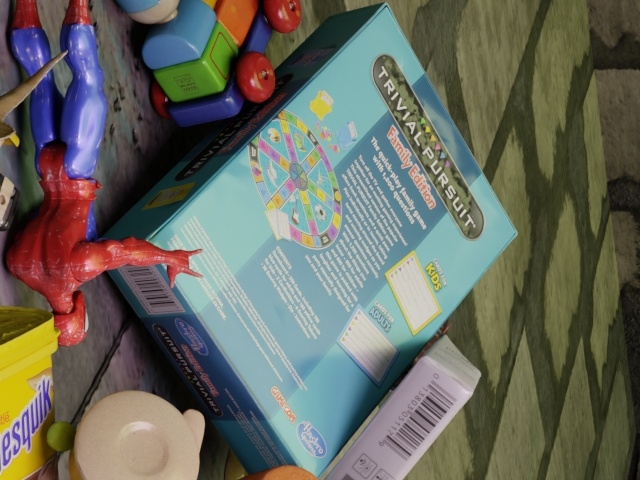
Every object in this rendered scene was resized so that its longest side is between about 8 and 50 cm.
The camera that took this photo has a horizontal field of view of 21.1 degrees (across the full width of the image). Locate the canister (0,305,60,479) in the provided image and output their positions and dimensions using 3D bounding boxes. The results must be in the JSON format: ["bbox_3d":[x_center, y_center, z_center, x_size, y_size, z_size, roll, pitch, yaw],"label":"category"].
[{"bbox_3d":[-0.219,0.140,1.119,0.126,0.073,0.170,-32,123,-67],"label":"canister"}]

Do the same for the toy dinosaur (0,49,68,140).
[{"bbox_3d":[-0.225,-0.069,1.054,0.183,0.093,0.053,-48,136,-61],"label":"toy dinosaur"}]

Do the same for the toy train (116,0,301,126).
[{"bbox_3d":[-0.089,-0.226,1.443,0.143,0.105,0.248,57,37,-37],"label":"toy train"}]

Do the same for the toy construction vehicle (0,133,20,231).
[{"bbox_3d":[-0.235,-0.050,1.130,0.086,0.035,0.098,49,44,-49],"label":"toy construction vehicle"}]

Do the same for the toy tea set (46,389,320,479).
[{"bbox_3d":[-0.051,0.242,1.162,0.124,0.336,0.200,-40,-148,53],"label":"toy tea set"}]

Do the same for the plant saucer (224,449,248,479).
[{"bbox_3d":[-0.069,0.225,1.638,0.083,0.015,0.083,2,90,-71],"label":"plant saucer"}]

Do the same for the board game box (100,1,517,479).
[{"bbox_3d":[0.000,0.000,1.445,0.336,0.079,0.254,-47,117,-34],"label":"board game box"}]

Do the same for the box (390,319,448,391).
[{"bbox_3d":[0.028,0.033,1.667,0.167,0.168,0.203,40,55,-65],"label":"box"}]

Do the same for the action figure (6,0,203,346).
[{"bbox_3d":[-0.158,-0.064,1.236,0.139,0.091,0.280,5,87,-57],"label":"action figure"}]

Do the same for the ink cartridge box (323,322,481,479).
[{"bbox_3d":[0.065,0.168,1.478,0.189,0.066,0.232,-53,170,9],"label":"ink cartridge box"}]
